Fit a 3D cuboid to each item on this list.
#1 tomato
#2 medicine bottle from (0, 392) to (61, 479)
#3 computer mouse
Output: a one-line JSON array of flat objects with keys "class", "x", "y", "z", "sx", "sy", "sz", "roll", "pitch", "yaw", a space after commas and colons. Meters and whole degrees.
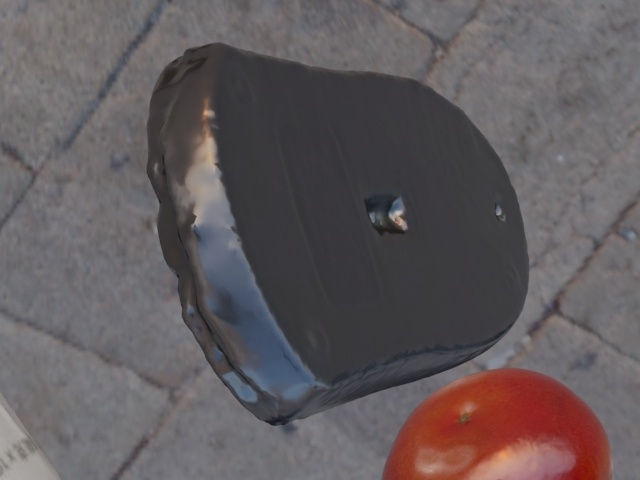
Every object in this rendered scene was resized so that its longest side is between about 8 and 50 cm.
[{"class": "tomato", "x": 0.137, "y": 0.186, "z": 1.201, "sx": 0.195, "sy": 0.195, "sz": 0.136, "roll": -29, "pitch": 122, "yaw": 5}, {"class": "medicine bottle", "x": -0.287, "y": 0.187, "z": 1.032, "sx": 0.211, "sy": 0.211, "sz": 0.371, "roll": -34, "pitch": 92, "yaw": 8}, {"class": "computer mouse", "x": 0.000, "y": 0.000, "z": 0.622, "sx": 0.086, "sy": 0.269, "sz": 0.138, "roll": -21, "pitch": 82, "yaw": 27}]
